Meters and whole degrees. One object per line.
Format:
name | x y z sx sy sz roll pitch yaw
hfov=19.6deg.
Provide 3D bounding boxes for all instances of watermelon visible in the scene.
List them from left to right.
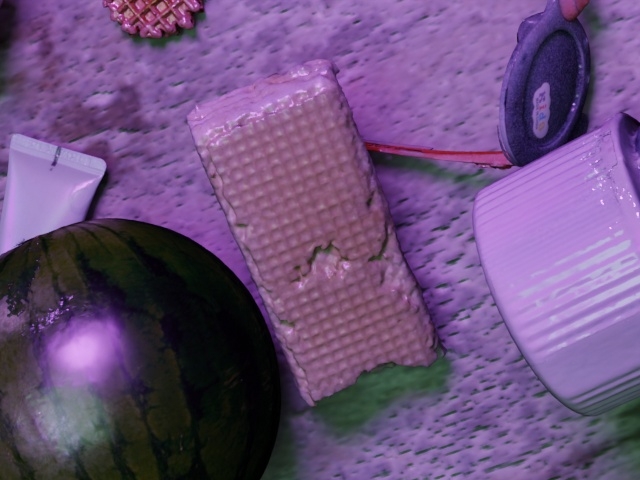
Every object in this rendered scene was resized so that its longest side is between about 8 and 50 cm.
watermelon | -0.146 0.107 1.270 0.242 0.242 0.242 2 99 15

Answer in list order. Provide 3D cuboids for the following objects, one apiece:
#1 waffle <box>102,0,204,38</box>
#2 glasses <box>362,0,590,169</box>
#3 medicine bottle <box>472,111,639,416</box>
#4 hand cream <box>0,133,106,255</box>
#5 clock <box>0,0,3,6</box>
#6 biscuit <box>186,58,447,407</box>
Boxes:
waffle | -0.118 -0.182 1.328 0.083 0.029 0.075 -1 98 13
glasses | 0.059 -0.171 1.277 0.268 0.118 0.234 6 102 35
medicine bottle | 0.290 -0.046 1.122 0.395 0.242 0.242 -23 91 17
hand cream | -0.219 0.028 1.378 0.078 0.050 0.204 18 98 15
clock | -0.322 -0.189 1.301 0.197 0.197 0.068 6 56 15
biscuit | 0.000 0.000 1.252 0.108 0.062 0.239 -22 117 0
